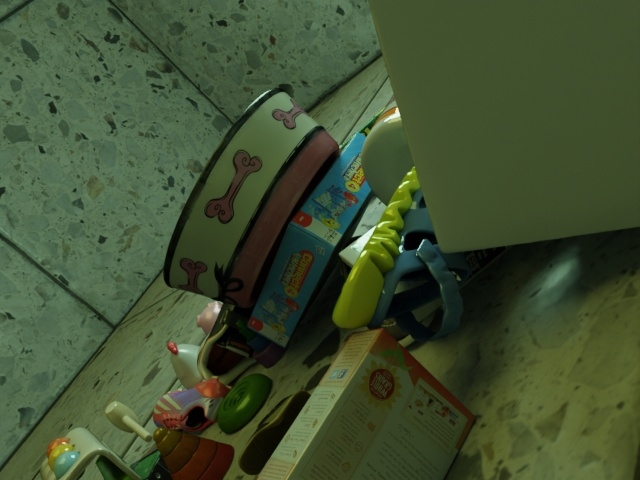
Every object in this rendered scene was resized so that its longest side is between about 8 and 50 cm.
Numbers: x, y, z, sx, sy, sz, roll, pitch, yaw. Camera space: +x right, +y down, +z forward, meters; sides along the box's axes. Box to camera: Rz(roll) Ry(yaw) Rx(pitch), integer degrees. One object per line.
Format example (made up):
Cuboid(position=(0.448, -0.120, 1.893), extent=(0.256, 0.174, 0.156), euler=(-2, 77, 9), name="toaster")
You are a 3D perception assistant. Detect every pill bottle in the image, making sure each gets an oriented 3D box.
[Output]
Cuboid(position=(0.242, -0.233, 1.316), extent=(0.224, 0.224, 0.392), euler=(-29, 22, 46), name="pill bottle")

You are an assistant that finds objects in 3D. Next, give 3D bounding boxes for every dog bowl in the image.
Cuboid(position=(-0.108, -0.058, 1.310), extent=(0.408, 0.150, 0.408), euler=(-60, -5, -9), name="dog bowl")

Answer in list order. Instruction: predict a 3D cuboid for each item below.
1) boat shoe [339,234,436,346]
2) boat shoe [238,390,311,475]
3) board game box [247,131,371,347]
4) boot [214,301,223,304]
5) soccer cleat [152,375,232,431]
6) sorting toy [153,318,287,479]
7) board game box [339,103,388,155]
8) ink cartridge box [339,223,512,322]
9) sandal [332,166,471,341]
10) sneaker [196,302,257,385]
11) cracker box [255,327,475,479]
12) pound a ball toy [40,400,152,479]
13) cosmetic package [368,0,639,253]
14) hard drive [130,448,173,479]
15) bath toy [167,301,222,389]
Cuboid(position=(0.095, 0.070, 1.154), extent=(0.116, 0.097, 0.324), euler=(-43, 15, 6), name="boat shoe")
Cuboid(position=(-0.069, 0.293, 1.105), extent=(0.152, 0.056, 0.049), euler=(-42, 7, -27), name="boat shoe")
Cuboid(position=(0.000, 0.000, 1.373), extent=(0.302, 0.086, 0.308), euler=(-57, -6, -44), name="board game box")
Cuboid(position=(-0.229, 0.160, 1.882), extent=(0.190, 0.069, 0.086), euler=(-45, 5, -32), name="boot")
Cuboid(position=(-0.271, 0.347, 1.456), extent=(0.248, 0.083, 0.095), euler=(-30, 25, 38), name="soccer cleat")
Cuboid(position=(-0.185, 0.279, 1.306), extent=(0.127, 0.126, 0.366), euler=(-31, 21, 44), name="sorting toy")
Cuboid(position=(0.158, -0.233, 1.718), extent=(0.259, 0.136, 0.030), euler=(-40, 14, 23), name="board game box")
Cuboid(position=(0.201, -0.029, 1.041), extent=(0.332, 0.065, 0.165), euler=(-38, 35, -8), name="ink cartridge box")
Cuboid(position=(0.124, 0.020, 0.904), extent=(0.317, 0.138, 0.126), euler=(-59, -7, -47), name="sandal")
Cuboid(position=(-0.150, 0.159, 1.492), extent=(0.321, 0.126, 0.127), euler=(-65, 15, 7), name="sneaker")
Cuboid(position=(0.043, 0.230, 0.754), extent=(0.232, 0.156, 0.067), euler=(-53, 17, -28), name="cracker box")
Cuboid(position=(-0.427, 0.401, 1.375), extent=(0.208, 0.136, 0.319), euler=(-51, 16, -20), name="pound a ball toy")
Cuboid(position=(0.279, -0.242, 0.843), extent=(0.327, 0.330, 0.394), euler=(-8, 30, 22), name="cosmetic package")
Cuboid(position=(-0.379, 0.538, 1.264), extent=(0.237, 0.064, 0.339), euler=(-36, 18, 31), name="hard drive")
Cuboid(position=(-0.213, 0.177, 1.649), extent=(0.348, 0.129, 0.151), euler=(-49, 15, -11), name="bath toy")
